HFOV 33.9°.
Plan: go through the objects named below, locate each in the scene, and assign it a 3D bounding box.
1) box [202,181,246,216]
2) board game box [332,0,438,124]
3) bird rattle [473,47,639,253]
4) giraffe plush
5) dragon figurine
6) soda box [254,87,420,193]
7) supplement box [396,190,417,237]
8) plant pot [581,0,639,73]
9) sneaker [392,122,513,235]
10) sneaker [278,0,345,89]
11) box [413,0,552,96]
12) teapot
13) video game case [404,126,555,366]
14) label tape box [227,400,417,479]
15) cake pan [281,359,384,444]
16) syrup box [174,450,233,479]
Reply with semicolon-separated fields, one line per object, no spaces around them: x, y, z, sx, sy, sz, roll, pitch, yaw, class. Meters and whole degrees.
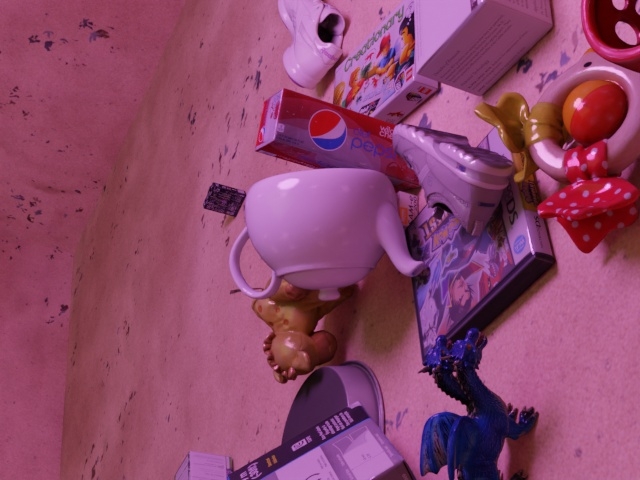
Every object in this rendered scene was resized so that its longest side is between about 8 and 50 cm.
-0.225;-0.095;2.463;0.067;0.083;0.018;-63;26;28;box
0.110;-0.285;1.852;0.305;0.053;0.193;-37;42;55;board game box
0.303;-0.124;1.227;0.207;0.143;0.253;-51;31;11;bird rattle
-0.035;0.147;1.771;0.181;0.210;0.171;69;-171;-73;giraffe plush
0.171;0.251;1.253;0.085;0.144;0.289;-3;73;67;dragon figurine
0.035;-0.155;1.669;0.083;0.263;0.092;-17;60;64;soda box
0.117;-0.029;1.694;0.098;0.036;0.062;-40;41;53;supplement box
0.384;-0.242;1.038;0.191;0.174;0.191;-48;34;48;plant pot
0.161;-0.089;1.455;0.281;0.105;0.115;-131;53;-68;sneaker
-0.005;-0.457;2.191;0.152;0.114;0.305;-37;46;36;sneaker
0.230;-0.342;1.527;0.182;0.119;0.181;-44;37;50;box
0.000;0.000;1.615;0.256;0.252;0.187;151;116;-75;teapot
0.209;0.005;1.463;0.275;0.035;0.248;-51;32;43;video game case
-0.041;0.375;1.424;0.333;0.106;0.240;-29;14;-6;label tape box
0.009;0.333;1.694;0.293;0.054;0.293;-47;36;49;cake pan
-0.225;0.537;2.046;0.237;0.096;0.093;-100;32;-45;syrup box
